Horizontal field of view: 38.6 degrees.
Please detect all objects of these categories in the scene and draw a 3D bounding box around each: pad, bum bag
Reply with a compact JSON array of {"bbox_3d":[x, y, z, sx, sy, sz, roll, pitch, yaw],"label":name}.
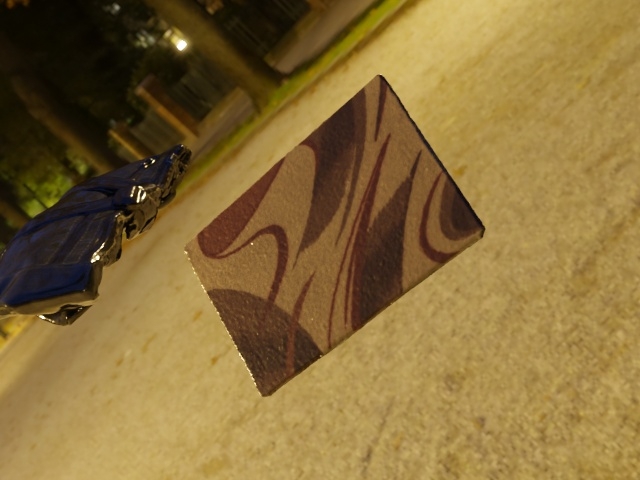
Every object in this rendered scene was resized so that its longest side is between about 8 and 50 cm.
[{"bbox_3d":[0.000,0.000,1.013,0.330,0.220,0.004,-40,-22,22],"label":"pad"},{"bbox_3d":[-0.126,-0.001,0.501,0.087,0.049,0.197,-17,20,15],"label":"bum bag"}]
